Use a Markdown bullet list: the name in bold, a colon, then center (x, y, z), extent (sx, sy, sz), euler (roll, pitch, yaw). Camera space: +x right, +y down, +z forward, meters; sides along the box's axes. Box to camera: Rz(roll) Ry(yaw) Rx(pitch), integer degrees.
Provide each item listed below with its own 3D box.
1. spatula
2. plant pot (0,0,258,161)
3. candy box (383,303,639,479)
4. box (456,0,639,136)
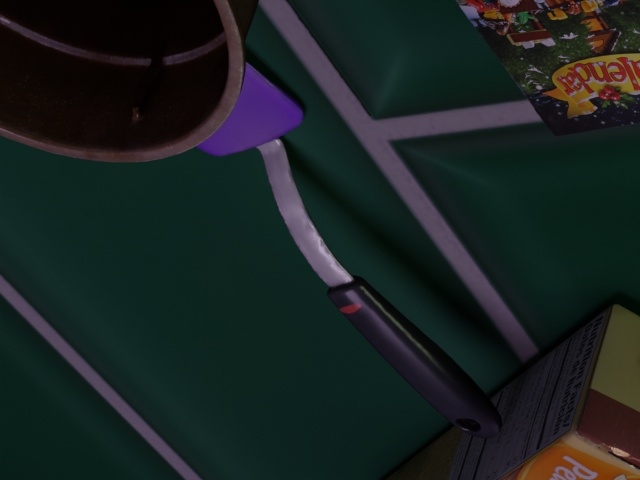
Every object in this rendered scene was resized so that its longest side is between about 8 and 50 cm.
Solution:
- **spatula**: center (0.000, 0.000, 0.907), extent (0.084, 0.030, 0.296), euler (-18, 118, 46)
- **plant pot**: center (-0.076, -0.143, 0.644), extent (0.167, 0.165, 0.167), euler (16, 146, 11)
- **candy box**: center (0.156, 0.167, 1.020), extent (0.183, 0.088, 0.316), euler (27, 147, -9)
- **box**: center (0.152, -0.120, 0.651), extent (0.233, 0.044, 0.159), euler (-8, 136, 39)
